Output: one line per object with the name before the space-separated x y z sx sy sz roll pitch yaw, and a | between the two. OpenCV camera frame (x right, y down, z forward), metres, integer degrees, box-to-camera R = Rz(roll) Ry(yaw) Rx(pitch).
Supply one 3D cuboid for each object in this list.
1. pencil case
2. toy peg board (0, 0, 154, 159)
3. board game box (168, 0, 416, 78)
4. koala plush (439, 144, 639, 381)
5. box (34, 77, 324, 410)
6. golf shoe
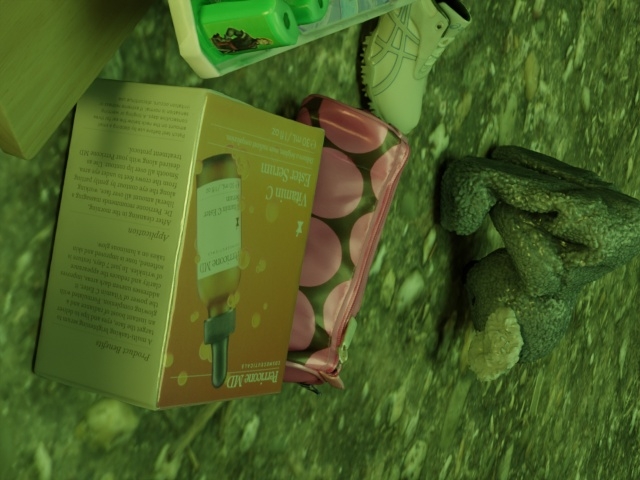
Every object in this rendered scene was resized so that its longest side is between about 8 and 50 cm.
pencil case | 0.000 0.000 0.724 0.095 0.098 0.209 40 63 -57
toy peg board | -0.144 -0.154 0.463 0.161 0.079 0.161 85 29 -55
board game box | 0.001 -0.317 0.556 0.390 0.050 0.390 -40 123 -61
koala plush | 0.224 0.036 1.063 0.196 0.203 0.221 -17 125 -57
box | -0.078 0.003 0.593 0.130 0.091 0.171 6 94 -61
golf shoe | 0.080 -0.165 0.827 0.069 0.086 0.176 -44 137 -49
